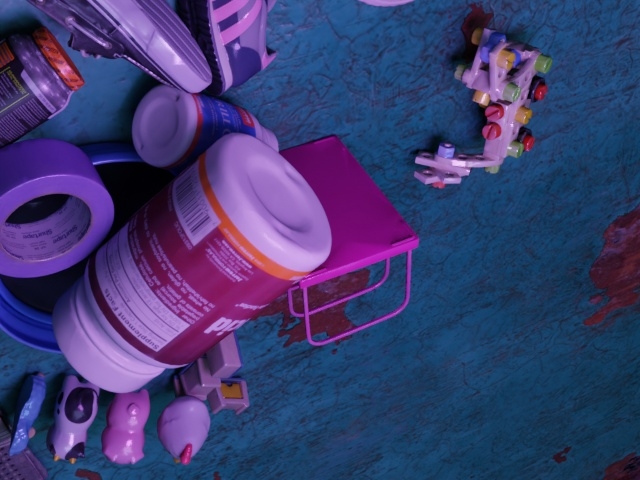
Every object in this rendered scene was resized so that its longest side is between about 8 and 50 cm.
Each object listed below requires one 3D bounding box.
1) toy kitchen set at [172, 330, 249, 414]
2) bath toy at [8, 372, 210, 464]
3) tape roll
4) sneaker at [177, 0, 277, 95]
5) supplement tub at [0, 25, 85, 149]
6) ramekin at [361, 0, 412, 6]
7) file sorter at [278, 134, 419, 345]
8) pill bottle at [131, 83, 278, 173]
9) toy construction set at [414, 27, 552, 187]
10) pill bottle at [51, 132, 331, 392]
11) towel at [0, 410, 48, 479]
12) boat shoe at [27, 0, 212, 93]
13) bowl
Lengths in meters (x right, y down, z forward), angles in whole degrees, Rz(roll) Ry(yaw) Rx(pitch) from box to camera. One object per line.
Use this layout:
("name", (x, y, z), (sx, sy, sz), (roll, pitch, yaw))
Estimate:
("toy kitchen set", (-0.181, 0.240, 1.715), (0.166, 0.122, 0.207), (10, 141, -38))
("bath toy", (-0.369, 0.342, 1.584), (0.348, 0.129, 0.151), (10, 127, -18))
("tape roll", (-0.386, -0.042, 1.207), (0.189, 0.080, 0.189), (-23, 145, -17))
("sneaker", (-0.126, -0.362, 1.224), (0.131, 0.112, 0.319), (-31, 145, -28))
("supplement tub", (-0.416, -0.193, 1.163), (0.190, 0.117, 0.117), (-33, 137, -2))
("ramekin", (0.096, -0.460, 1.247), (0.273, 0.127, 0.273), (-17, 133, -19))
("file sorter", (0.000, 0.000, 1.471), (0.202, 0.290, 0.182), (-19, 137, -17))
("pill bottle", (-0.165, -0.154, 1.337), (0.124, 0.124, 0.221), (-53, 150, 18))
("toy construction set", (0.299, -0.223, 1.564), (0.215, 0.151, 0.327), (-29, 151, -44))
("pill bottle", (-0.194, 0.045, 1.279), (0.392, 0.224, 0.224), (-38, 139, 24))
("towel", (-0.682, 0.454, 1.616), (0.324, 0.056, 0.312), (-22, 132, -12))
("boat shoe", (-0.289, -0.299, 1.159), (0.119, 0.121, 0.335), (-37, 123, 19))
("bowl", (-0.348, 0.015, 1.416), (0.391, 0.077, 0.391), (-17, 134, -19))
